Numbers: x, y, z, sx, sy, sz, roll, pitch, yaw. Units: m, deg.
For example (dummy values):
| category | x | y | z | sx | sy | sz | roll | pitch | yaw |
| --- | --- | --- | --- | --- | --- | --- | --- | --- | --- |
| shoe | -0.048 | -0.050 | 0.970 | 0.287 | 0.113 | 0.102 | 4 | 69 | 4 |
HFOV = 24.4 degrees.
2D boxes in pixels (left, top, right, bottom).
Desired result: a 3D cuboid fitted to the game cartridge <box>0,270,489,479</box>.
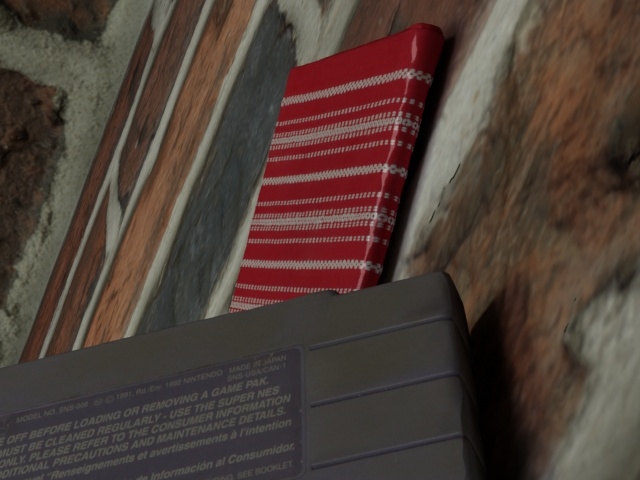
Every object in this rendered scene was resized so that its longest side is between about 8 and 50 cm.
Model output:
| category | x | y | z | sx | sy | sz | roll | pitch | yaw |
| --- | --- | --- | --- | --- | --- | --- | --- | --- | --- |
| game cartridge | -0.097 | 0.138 | 0.672 | 0.230 | 0.355 | 0.068 | -89 | -18 | -54 |

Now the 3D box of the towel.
| category | x | y | z | sx | sy | sz | roll | pitch | yaw |
| --- | --- | --- | --- | --- | --- | --- | --- | --- | --- |
| towel | 0.000 | 0.000 | 0.955 | 0.199 | 0.031 | 0.274 | -4 | 70 | 66 |
